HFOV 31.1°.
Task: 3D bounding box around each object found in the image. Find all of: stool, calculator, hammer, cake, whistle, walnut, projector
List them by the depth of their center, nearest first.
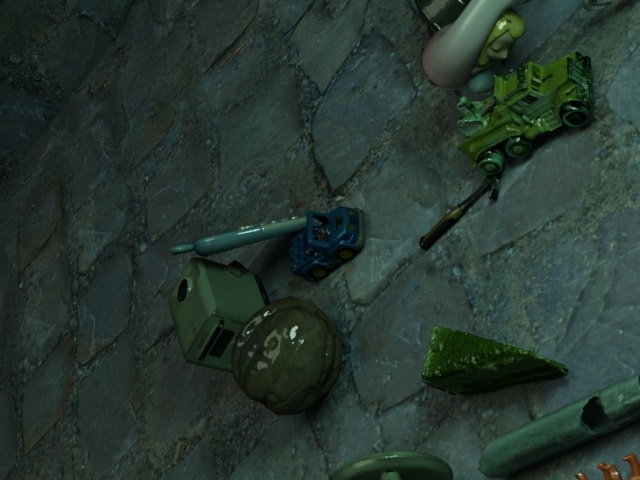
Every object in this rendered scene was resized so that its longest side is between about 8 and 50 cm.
[{"bbox_3d":[0.353,0.270,1.652,0.312,0.062,0.062,-35,43,39],"label":"whistle"},{"bbox_3d":[0.115,0.448,1.756,0.195,0.195,0.198,-33,48,39],"label":"stool"},{"bbox_3d":[0.275,0.173,1.792,0.235,0.100,0.099,-20,53,49],"label":"cake"},{"bbox_3d":[0.248,-0.051,2.057,0.201,0.021,0.078,-47,36,27],"label":"hammer"},{"bbox_3d":[-0.060,0.214,2.163,0.224,0.224,0.224,-34,43,39],"label":"walnut"},{"bbox_3d":[0.287,-0.431,2.168,0.139,0.153,0.228,-44,80,23],"label":"stool"},{"bbox_3d":[-0.165,-0.007,2.408,0.188,0.303,0.042,-176,72,-84],"label":"calculator"},{"bbox_3d":[-0.206,0.154,2.415,0.163,0.177,0.242,-57,32,24],"label":"projector"}]

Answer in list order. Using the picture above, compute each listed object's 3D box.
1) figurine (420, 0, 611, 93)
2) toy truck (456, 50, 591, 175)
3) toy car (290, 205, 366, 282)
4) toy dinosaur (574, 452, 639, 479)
[{"bbox_3d":[0.339,-0.416,1.952,0.315,0.284,0.206,-52,54,47],"label":"figurine"},{"bbox_3d":[0.334,-0.228,1.944,0.259,0.135,0.128,-25,44,39],"label":"toy truck"},{"bbox_3d":[0.000,0.000,2.305,0.191,0.100,0.097,-35,43,37],"label":"toy car"},{"bbox_3d":[0.386,0.353,1.551,0.279,0.055,0.101,-39,63,31],"label":"toy dinosaur"}]
